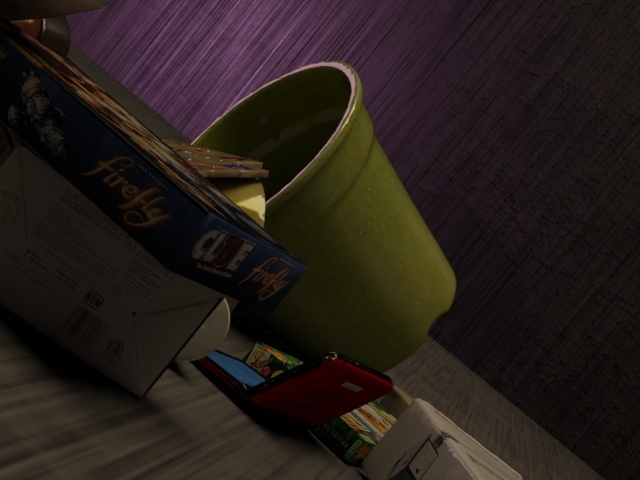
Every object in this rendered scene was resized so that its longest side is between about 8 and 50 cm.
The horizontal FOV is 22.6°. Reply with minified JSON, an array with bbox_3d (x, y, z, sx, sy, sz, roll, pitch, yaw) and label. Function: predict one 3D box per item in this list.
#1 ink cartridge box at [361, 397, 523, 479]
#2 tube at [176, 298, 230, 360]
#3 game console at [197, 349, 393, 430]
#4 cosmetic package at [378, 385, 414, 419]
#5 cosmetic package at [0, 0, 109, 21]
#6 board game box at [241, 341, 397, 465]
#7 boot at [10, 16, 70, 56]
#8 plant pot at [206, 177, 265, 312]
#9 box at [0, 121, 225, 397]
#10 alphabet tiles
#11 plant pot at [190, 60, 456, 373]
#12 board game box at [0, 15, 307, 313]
[{"bbox_3d":[0.125,0.219,1.270,0.139,0.082,0.190,38,2,-17],"label":"ink cartridge box"},{"bbox_3d":[-0.135,0.032,1.257,0.062,0.070,0.240,-7,17,-20],"label":"tube"},{"bbox_3d":[-0.028,0.097,1.282,0.144,0.124,0.085,31,35,-64],"label":"game console"},{"bbox_3d":[0.100,0.198,1.653,0.060,0.041,0.115,37,4,-22],"label":"cosmetic package"},{"bbox_3d":[-0.278,-0.375,1.014,0.329,0.394,0.327,21,-8,-31],"label":"cosmetic package"},{"bbox_3d":[0.030,0.164,1.468,0.136,0.030,0.259,38,2,25],"label":"board game box"},{"bbox_3d":[-0.420,-0.314,1.723,0.280,0.096,0.264,22,40,-50],"label":"boot"},{"bbox_3d":[-0.119,-0.004,1.411,0.095,0.134,0.134,16,12,-22],"label":"plant pot"},{"bbox_3d":[-0.182,-0.020,1.095,0.169,0.087,0.290,38,3,-22],"label":"box"},{"bbox_3d":[-0.169,-0.077,1.404,0.198,0.009,0.237,15,11,36],"label":"alphabet tiles"},{"bbox_3d":[0.000,0.000,1.650,0.254,0.276,0.276,49,-1,-24],"label":"plant pot"},{"bbox_3d":[-0.131,-0.056,0.998,0.243,0.042,0.165,40,3,22],"label":"board game box"}]
